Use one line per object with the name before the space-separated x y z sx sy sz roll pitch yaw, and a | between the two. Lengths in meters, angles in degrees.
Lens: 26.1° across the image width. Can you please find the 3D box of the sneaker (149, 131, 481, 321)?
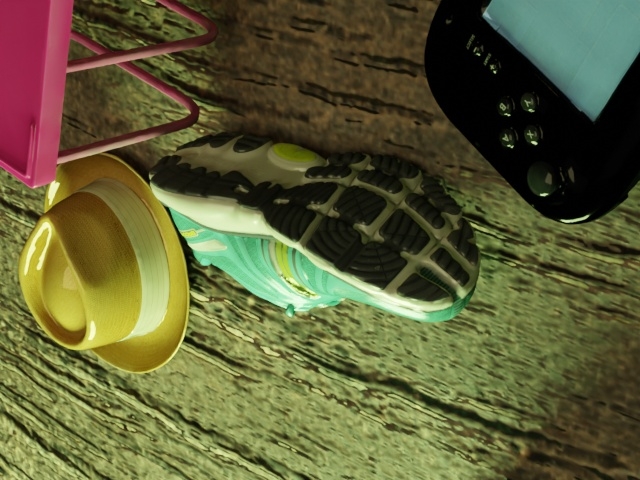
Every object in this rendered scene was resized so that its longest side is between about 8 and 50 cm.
sneaker | 0.000 0.000 0.951 0.275 0.107 0.110 20 139 41

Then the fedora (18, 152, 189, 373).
fedora | -0.190 0.026 1.127 0.194 0.079 0.194 17 117 37

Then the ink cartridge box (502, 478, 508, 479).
ink cartridge box | 0.132 0.221 0.895 0.180 0.104 0.060 23 121 34

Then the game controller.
game controller | 0.163 -0.162 0.739 0.166 0.067 0.319 44 130 20

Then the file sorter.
file sorter | -0.175 -0.225 0.939 0.202 0.182 0.290 32 125 31
